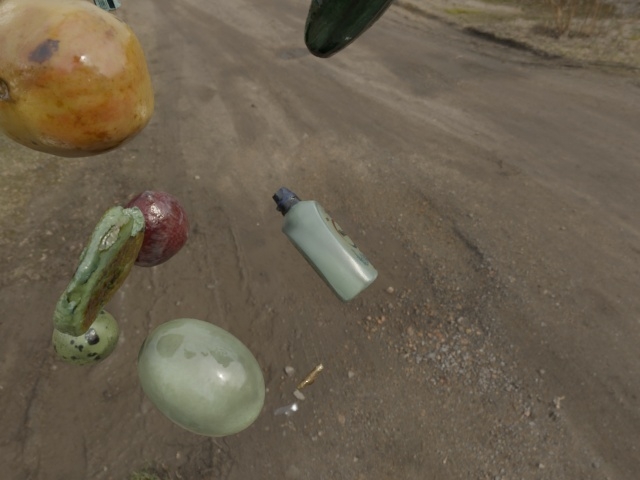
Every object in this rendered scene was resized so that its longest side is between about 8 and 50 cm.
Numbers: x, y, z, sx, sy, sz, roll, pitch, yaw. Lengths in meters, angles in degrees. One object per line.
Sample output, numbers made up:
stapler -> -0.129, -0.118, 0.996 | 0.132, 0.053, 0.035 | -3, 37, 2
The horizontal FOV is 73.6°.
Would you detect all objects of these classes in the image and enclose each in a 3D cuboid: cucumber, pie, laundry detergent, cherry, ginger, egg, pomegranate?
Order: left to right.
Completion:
pomegranate -> -0.509, -0.342, 0.892 | 0.343, 0.342, 0.342 | -3, 39, 3
egg -> -0.714, 0.292, 1.300 | 0.228, 0.177, 0.177 | -21, 18, 50
pie -> -0.461, 0.061, 0.909 | 0.067, 0.302, 0.302 | 27, 40, -10
cherry -> -0.507, -0.040, 1.287 | 0.203, 0.300, 0.230 | 43, 57, 9
egg -> -0.304, 0.353, 1.109 | 0.352, 0.258, 0.258 | 43, 45, -12
ginger -> -0.027, 0.393, 1.225 | 0.097, 0.048, 0.030 | -43, 80, -12
laundry detergent -> 0.000, 0.000, 0.942 | 0.105, 0.215, 0.280 | -42, 84, 5
cucumber -> 0.064, -0.349, 0.596 | 0.115, 0.244, 0.063 | 9, 53, -35

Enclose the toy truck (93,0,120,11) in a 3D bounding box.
toy truck -> -0.725, -0.854, 1.466 | 0.115, 0.080, 0.177 | -15, 53, -11
